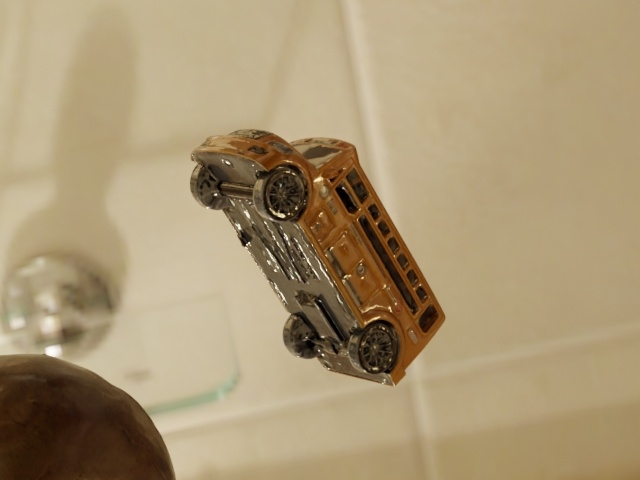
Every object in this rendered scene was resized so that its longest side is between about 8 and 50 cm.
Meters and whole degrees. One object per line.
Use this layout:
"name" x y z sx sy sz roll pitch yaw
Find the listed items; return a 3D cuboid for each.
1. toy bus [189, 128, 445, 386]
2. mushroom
"toy bus" 0.000 0.000 1.240 0.088 0.194 0.083 -45 -148 -25
"mushroom" -0.108 0.121 0.789 0.080 0.135 0.170 18 169 47
